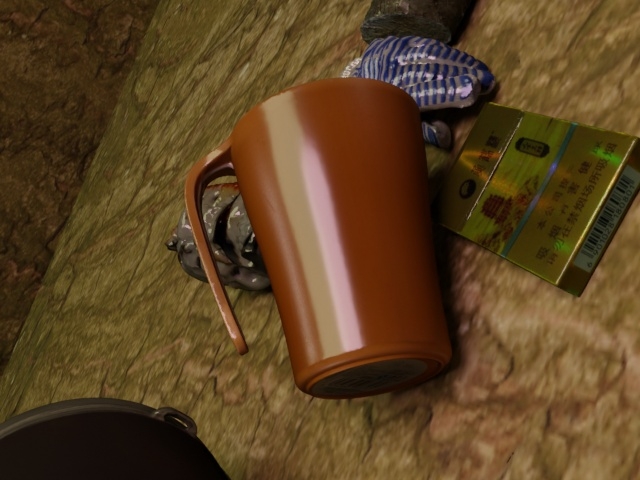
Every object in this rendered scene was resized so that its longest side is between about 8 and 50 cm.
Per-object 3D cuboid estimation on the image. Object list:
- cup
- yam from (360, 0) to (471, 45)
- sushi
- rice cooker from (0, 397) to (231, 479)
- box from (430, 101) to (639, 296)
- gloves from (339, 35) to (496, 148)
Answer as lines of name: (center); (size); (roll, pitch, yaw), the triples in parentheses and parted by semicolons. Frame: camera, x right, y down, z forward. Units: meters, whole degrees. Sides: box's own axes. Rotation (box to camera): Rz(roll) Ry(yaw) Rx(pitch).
cup: (0.000, 0.000, 0.696); (0.182, 0.226, 0.263); (78, -179, -66)
yam: (0.122, -0.290, 0.855); (0.107, 0.107, 0.183); (14, 79, 62)
sushi: (-0.069, -0.008, 0.934); (0.332, 0.124, 0.129); (-2, 59, 57)
rice cooker: (-0.205, 0.328, 0.700); (0.335, 0.335, 0.325); (-65, 29, 2)
box: (0.170, -0.043, 0.650); (0.121, 0.030, 0.193); (-63, 28, 5)
gloves: (0.090, -0.156, 0.827); (0.229, 0.097, 0.119); (10, 108, 57)
